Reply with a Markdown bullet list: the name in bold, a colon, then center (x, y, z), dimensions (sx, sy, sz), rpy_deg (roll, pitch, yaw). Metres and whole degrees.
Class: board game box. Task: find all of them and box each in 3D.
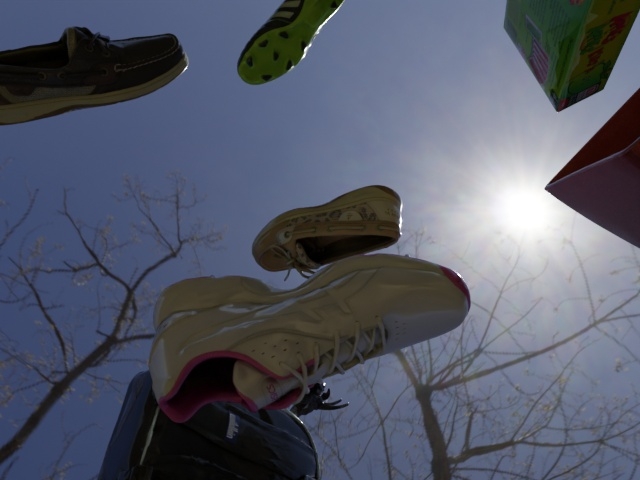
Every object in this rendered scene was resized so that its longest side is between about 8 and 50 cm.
- **board game box**: center (0.172, -0.172, 0.415), dimensions (0.043, 0.181, 0.092), rpy_deg (-27, -108, 7)

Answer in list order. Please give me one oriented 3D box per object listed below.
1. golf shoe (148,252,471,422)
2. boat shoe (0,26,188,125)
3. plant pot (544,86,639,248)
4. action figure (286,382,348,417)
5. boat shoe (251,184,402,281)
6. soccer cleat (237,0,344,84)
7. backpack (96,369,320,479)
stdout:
- **golf shoe**: center (-0.010, 0.097, 0.553), dimensions (0.306, 0.115, 0.140), rpy_deg (-9, -142, 6)
- **boat shoe**: center (-0.250, -0.184, 0.628), dimensions (0.223, 0.073, 0.080), rpy_deg (-21, -133, -16)
- **plant pot**: center (0.431, -0.083, 0.589), dimensions (0.236, 0.267, 0.267), rpy_deg (44, -87, 6)
- **action figure**: center (-0.094, 0.228, 1.007), dimensions (0.275, 0.164, 0.141), rpy_deg (39, -95, -5)
- **boat shoe**: center (0.000, 0.000, 0.973), dimensions (0.285, 0.104, 0.089), rpy_deg (-24, -132, 32)
- **soccer cleat**: center (-0.034, -0.260, 0.723), dimensions (0.179, 0.060, 0.072), rpy_deg (-45, -146, 7)
- **backpack**: center (-0.126, 0.281, 0.690), dimensions (0.253, 0.191, 0.225), rpy_deg (31, -136, -26)
